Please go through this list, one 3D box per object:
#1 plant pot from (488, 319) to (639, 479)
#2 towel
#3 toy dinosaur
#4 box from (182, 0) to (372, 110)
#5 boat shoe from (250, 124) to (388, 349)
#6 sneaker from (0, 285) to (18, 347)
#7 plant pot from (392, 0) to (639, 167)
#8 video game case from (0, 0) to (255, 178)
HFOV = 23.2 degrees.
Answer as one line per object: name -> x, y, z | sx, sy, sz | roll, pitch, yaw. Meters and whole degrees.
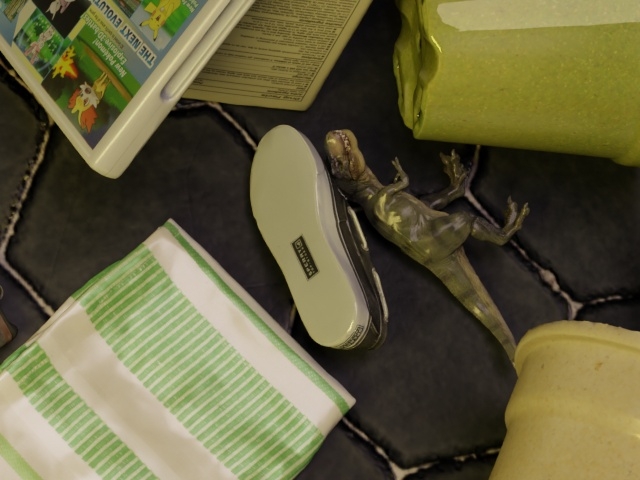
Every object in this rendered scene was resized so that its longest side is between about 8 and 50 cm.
plant pot -> 0.228, 0.281, 1.199 | 0.334, 0.334, 0.305 | 34, 70, -1
towel -> -0.154, 0.157, 1.270 | 0.248, 0.038, 0.325 | 44, 60, 5
toy dinosaur -> 0.117, -0.014, 1.431 | 0.268, 0.064, 0.118 | 46, 67, 4
box -> -0.048, -0.229, 1.375 | 0.149, 0.232, 0.126 | 5, 64, -17
boat shoe -> 0.000, 0.000, 1.382 | 0.070, 0.078, 0.219 | 14, 51, -51
sneaker -> -0.302, 0.029, 1.282 | 0.065, 0.061, 0.158 | -14, 68, -52
plant pot -> 0.204, -0.188, 1.443 | 0.254, 0.276, 0.276 | -2, 66, -8
video game case -> -0.158, -0.256, 1.281 | 0.036, 0.300, 0.329 | 27, 16, -49
